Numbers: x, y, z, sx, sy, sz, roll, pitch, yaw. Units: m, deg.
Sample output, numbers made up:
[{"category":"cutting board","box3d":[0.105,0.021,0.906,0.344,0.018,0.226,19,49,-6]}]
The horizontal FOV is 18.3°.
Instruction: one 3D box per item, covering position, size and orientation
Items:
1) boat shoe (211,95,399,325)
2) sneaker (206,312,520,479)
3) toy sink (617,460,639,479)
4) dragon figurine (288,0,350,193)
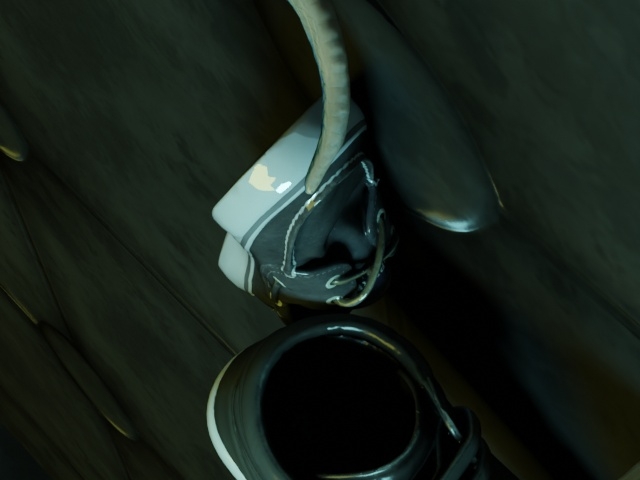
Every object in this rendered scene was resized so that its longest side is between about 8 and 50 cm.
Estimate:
[{"category":"boat shoe","box3d":[0.000,0.000,0.890,0.076,0.080,0.228,43,164,5]},{"category":"sneaker","box3d":[0.067,0.141,0.893,0.296,0.104,0.147,39,169,8]},{"category":"toy sink","box3d":[0.163,0.226,0.802,0.131,0.153,0.234,32,154,48]},{"category":"dragon figurine","box3d":[-0.071,-0.154,0.729,0.289,0.085,0.144,54,164,-9]}]
